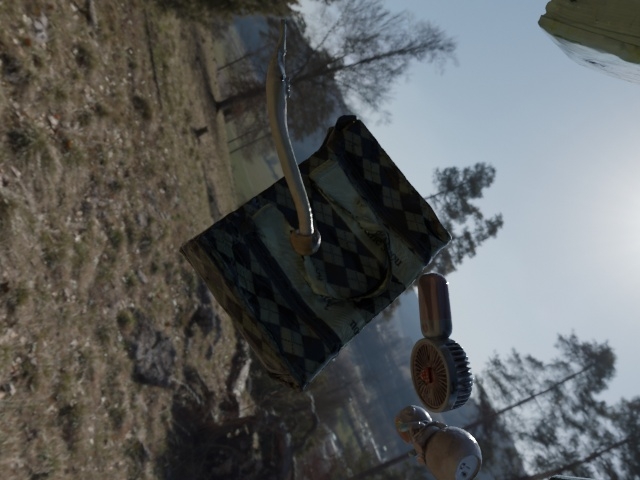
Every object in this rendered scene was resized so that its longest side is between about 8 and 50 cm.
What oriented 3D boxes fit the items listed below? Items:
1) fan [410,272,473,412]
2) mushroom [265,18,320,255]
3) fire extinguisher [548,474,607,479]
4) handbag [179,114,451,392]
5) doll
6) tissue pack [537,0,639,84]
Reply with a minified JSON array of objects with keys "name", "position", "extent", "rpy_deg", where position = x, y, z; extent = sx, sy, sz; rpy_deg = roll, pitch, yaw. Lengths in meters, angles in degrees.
[{"name":"fan","position":[0.207,0.180,0.932],"extent":[0.130,0.074,0.244],"rpy_deg":[158,-72,-69]},{"name":"mushroom","position":[-0.039,-0.133,0.627],"extent":[0.068,0.043,0.306],"rpy_deg":[131,-49,-83]},{"name":"fire extinguisher","position":[0.783,0.744,1.499],"extent":[0.311,0.095,0.115],"rpy_deg":[116,-31,-65]},{"name":"handbag","position":[0.000,0.000,0.906],"extent":[0.317,0.416,0.180],"rpy_deg":[56,-27,-10]},{"name":"doll","position":[0.304,0.540,1.414],"extent":[0.287,0.151,0.151],"rpy_deg":[22,-38,61]},{"name":"tissue pack","position":[0.576,-0.380,0.935],"extent":[0.287,0.162,0.388],"rpy_deg":[30,23,25]}]
